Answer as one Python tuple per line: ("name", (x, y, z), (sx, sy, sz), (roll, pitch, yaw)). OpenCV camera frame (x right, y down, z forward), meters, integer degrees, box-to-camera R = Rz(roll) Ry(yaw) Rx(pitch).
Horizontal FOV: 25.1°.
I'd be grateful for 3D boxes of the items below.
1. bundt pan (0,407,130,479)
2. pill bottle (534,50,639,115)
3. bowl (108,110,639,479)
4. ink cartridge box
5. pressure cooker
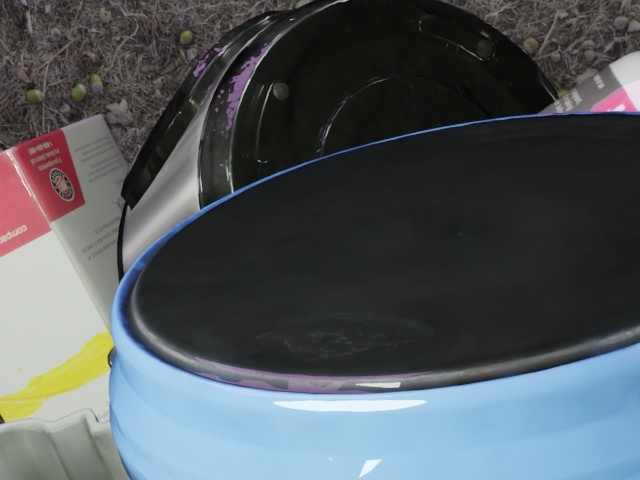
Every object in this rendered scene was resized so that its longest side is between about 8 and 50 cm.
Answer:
("bundt pan", (-0.190, 0.238, 0.726), (0.330, 0.124, 0.331), (-23, 25, 11))
("pill bottle", (0.203, -0.019, 0.992), (0.318, 0.176, 0.176), (-34, 0, 15))
("bowl", (0.076, 0.024, 0.740), (0.391, 0.077, 0.391), (-11, 20, 4))
("ink cartridge box", (-0.249, 0.084, 1.534), (0.160, 0.385, 0.279), (-27, 6, 14))
("pressure cooker", (0.002, 0.006, 1.337), (0.369, 0.376, 0.420), (9, -17, -20))
